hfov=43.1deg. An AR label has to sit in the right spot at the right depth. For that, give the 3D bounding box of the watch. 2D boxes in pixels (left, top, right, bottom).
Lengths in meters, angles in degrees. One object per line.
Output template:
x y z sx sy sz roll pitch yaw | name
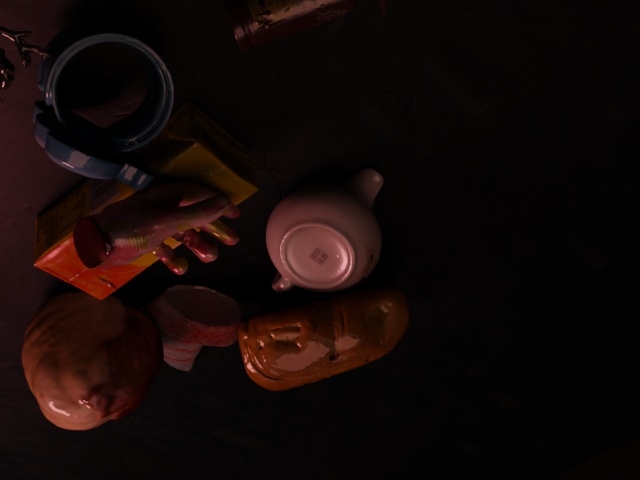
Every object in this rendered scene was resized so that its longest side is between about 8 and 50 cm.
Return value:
-0.289 -0.192 1.106 0.210 0.211 0.193 21 105 -35 | watch

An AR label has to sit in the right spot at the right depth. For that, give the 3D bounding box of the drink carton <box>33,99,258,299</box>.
-0.282 -0.056 1.296 0.351 0.111 0.154 -34 137 18 | drink carton

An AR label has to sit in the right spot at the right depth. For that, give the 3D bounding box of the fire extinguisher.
0.000 -0.330 1.111 0.252 0.075 0.106 -20 167 3 | fire extinguisher

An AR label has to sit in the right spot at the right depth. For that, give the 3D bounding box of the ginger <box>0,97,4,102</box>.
-0.527 -0.214 0.992 0.148 0.081 0.333 -46 167 5 | ginger

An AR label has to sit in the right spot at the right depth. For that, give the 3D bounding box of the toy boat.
-0.275 0.189 1.613 0.206 0.096 0.282 12 146 -17 | toy boat

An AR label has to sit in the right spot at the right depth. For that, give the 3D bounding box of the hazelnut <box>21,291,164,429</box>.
-0.410 0.202 1.462 0.261 0.261 0.241 3 123 -20 | hazelnut

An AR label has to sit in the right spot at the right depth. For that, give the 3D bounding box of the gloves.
-0.225 -0.027 1.181 0.241 0.126 0.145 -24 150 -42 | gloves

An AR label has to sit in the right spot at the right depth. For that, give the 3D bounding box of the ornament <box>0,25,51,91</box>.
-0.389 -0.301 0.956 0.202 0.080 0.236 -16 117 12 | ornament

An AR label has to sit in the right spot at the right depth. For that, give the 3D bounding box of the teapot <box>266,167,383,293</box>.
0.000 0.000 1.430 0.204 0.139 0.298 41 122 -14 | teapot

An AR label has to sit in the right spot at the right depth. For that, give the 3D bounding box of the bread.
0.015 0.186 1.538 0.327 0.148 0.337 -13 173 -5 | bread
